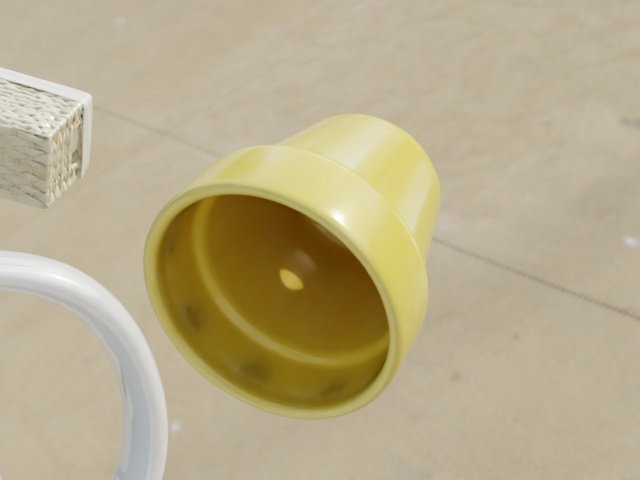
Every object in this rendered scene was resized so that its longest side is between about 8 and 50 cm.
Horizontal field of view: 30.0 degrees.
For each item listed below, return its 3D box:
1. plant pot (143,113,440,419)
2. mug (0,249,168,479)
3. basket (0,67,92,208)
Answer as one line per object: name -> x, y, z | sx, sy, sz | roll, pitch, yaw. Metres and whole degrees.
plant pot -> 0.000, 0.000, 1.137 | 0.254, 0.254, 0.239 | -5, 29, 32
mug -> -0.261, 0.135, 0.633 | 0.374, 0.328, 0.276 | -17, 19, -21
basket -> -0.356, -0.119, 1.353 | 0.167, 0.113, 0.103 | 15, 35, 5
